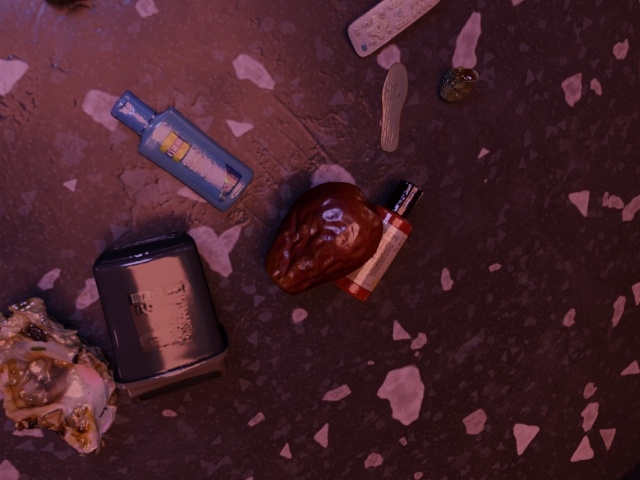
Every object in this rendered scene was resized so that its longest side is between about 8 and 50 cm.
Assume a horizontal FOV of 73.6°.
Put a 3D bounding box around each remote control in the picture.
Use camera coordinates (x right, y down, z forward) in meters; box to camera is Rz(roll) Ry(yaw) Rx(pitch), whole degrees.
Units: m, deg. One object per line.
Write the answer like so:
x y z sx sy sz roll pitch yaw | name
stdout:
0.152 -0.463 0.855 0.229 0.044 0.073 -37 132 1 | remote control

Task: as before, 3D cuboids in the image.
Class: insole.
0.159 -0.288 0.933 0.064 0.004 0.188 -2 107 -20 | insole

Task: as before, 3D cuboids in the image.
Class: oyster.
-0.484 0.252 0.805 0.201 0.107 0.354 5 118 -3 | oyster

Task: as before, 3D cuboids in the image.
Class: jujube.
0.000 0.000 0.866 0.255 0.190 0.190 -42 117 8 | jujube

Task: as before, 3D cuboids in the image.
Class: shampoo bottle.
-0.250 -0.163 0.777 0.258 0.061 0.103 37 91 -27 | shampoo bottle
0.132 -0.007 0.956 0.104 0.104 0.278 31 93 -27 | shampoo bottle

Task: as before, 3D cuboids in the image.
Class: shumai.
0.312 -0.342 0.935 0.083 0.080 0.082 -24 116 -15 | shumai

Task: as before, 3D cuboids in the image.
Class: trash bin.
-0.291 0.147 0.798 0.210 0.182 0.290 -14 105 -17 | trash bin

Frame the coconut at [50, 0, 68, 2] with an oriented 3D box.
-0.395 -0.399 0.636 0.082 0.081 0.083 -41 82 6 | coconut
